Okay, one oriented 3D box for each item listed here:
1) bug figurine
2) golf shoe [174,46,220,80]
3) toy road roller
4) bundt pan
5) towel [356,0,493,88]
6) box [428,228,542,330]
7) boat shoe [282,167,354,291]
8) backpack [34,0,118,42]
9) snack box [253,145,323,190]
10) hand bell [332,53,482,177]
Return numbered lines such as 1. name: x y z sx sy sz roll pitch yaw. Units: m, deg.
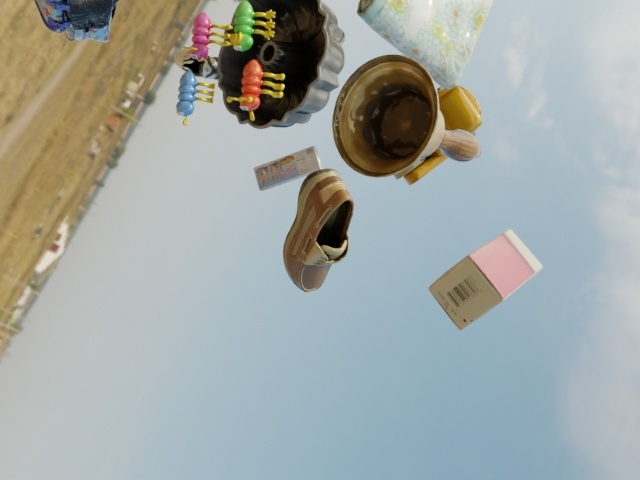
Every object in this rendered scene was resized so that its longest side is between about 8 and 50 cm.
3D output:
1. bug figurine: -0.187 -0.329 1.177 0.278 0.072 0.217 5 -90 41
2. golf shoe: -0.317 -0.447 1.568 0.186 0.085 0.068 24 -68 39
3. toy road roller: 0.343 -0.340 1.917 0.329 0.203 0.240 -37 -177 -9
4. bundt pan: -0.075 -0.399 1.398 0.330 0.124 0.331 -5 -97 39
5. towel: 0.278 -0.607 1.506 0.090 0.320 0.375 9 -107 61
6. box: 0.388 0.088 1.471 0.232 0.127 0.149 -24 162 -47
7. boat shoe: 0.000 0.000 1.389 0.120 0.122 0.324 49 -36 36
8. backpack: -0.394 -0.392 0.989 0.116 0.158 0.173 -25 176 -23
9. snack box: -0.084 -0.184 1.612 0.178 0.064 0.022 -17 177 19
10. hand bell: 0.132 -0.121 0.736 0.126 0.242 0.126 -2 -94 36
